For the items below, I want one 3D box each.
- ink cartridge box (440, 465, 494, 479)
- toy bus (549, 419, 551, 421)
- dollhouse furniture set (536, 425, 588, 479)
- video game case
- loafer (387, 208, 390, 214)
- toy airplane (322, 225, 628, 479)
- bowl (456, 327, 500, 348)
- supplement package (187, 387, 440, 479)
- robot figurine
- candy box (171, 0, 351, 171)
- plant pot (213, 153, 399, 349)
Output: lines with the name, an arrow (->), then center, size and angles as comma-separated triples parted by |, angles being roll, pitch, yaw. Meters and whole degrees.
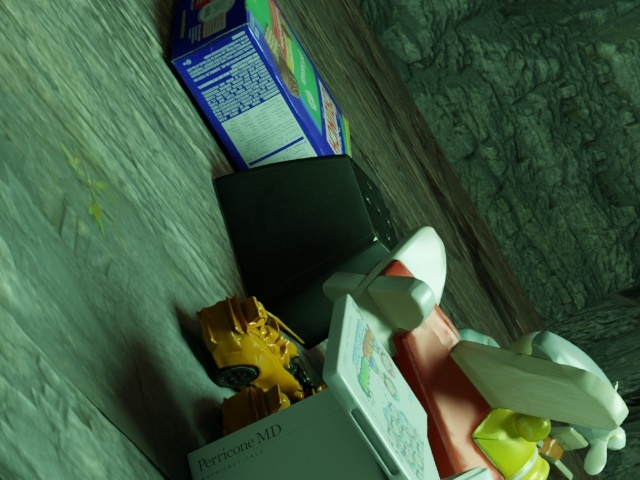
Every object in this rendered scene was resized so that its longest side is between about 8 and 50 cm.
ink cartridge box -> 0.131, 0.390, 1.358 | 0.201, 0.117, 0.278 | -37, -107, 57
toy bus -> 0.342, 0.303, 2.539 | 0.211, 0.220, 0.149 | -32, 99, -44
dollhouse furniture set -> 0.202, 0.315, 1.822 | 0.259, 0.135, 0.262 | 46, 61, -25
video game case -> 0.050, 0.135, 1.155 | 0.143, 0.019, 0.157 | 57, 15, -15
loafer -> 0.086, -0.025, 2.348 | 0.170, 0.062, 0.061 | -15, 103, -74
toy airplane -> 0.172, 0.159, 1.544 | 0.386, 0.272, 0.384 | 50, -31, 30
bowl -> 0.220, 0.258, 2.070 | 0.311, 0.163, 0.311 | 56, 18, -28
supplement package -> 0.025, 0.301, 1.166 | 0.175, 0.177, 0.293 | 42, 25, -54
robot figurine -> -0.028, 0.177, 1.404 | 0.291, 0.085, 0.211 | 46, 24, -56
candy box -> -0.073, -0.198, 1.848 | 0.317, 0.122, 0.268 | 59, 13, -30
plant pot -> 0.000, 0.000, 1.671 | 0.188, 0.167, 0.187 | 45, 24, -60
